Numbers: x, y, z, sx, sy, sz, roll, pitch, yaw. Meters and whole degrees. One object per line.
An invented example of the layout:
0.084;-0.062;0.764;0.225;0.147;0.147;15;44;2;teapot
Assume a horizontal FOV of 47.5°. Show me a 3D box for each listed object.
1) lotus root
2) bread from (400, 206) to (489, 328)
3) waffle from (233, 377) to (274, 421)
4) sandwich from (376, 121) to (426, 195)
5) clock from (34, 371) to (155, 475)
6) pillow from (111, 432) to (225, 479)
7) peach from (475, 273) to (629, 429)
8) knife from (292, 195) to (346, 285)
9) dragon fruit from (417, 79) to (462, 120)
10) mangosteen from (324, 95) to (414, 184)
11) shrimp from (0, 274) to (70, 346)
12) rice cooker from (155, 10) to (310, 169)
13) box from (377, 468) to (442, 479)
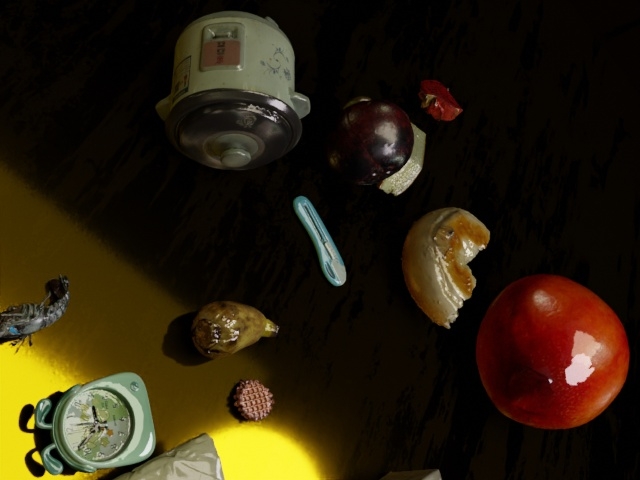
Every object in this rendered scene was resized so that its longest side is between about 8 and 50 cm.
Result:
-0.163;0.168;1.389;0.190;0.094;0.108;1;105;-52;lotus root
0.283;0.045;1.776;0.192;0.171;0.314;36;52;-23;bread
-0.130;0.307;1.401;0.083;0.029;0.075;45;46;-16;waffle
0.211;-0.239;1.882;0.094;0.096;0.258;28;59;-38;sandwich
-0.365;0.296;1.172;0.188;0.060;0.148;-2;76;-42;clock
-0.257;0.495;1.176;0.274;0.076;0.281;-20;90;-32;pillow
0.559;0.285;1.805;0.388;0.388;0.388;17;63;-37;peach
0.000;0.000;1.636;0.064;0.031;0.222;-29;93;-41;knife
0.315;-0.390;2.045;0.106;0.083;0.162;12;40;-29;dragon fruit
0.114;-0.244;1.708;0.216;0.216;0.216;17;63;-37;mangosteen
-0.454;0.118;1.151;0.076;0.082;0.174;54;39;-5;shrimp
-0.173;-0.282;1.441;0.316;0.264;0.317;0;66;0;rice cooker
0.184;0.605;1.477;0.149;0.155;0.231;-14;82;-44;box
